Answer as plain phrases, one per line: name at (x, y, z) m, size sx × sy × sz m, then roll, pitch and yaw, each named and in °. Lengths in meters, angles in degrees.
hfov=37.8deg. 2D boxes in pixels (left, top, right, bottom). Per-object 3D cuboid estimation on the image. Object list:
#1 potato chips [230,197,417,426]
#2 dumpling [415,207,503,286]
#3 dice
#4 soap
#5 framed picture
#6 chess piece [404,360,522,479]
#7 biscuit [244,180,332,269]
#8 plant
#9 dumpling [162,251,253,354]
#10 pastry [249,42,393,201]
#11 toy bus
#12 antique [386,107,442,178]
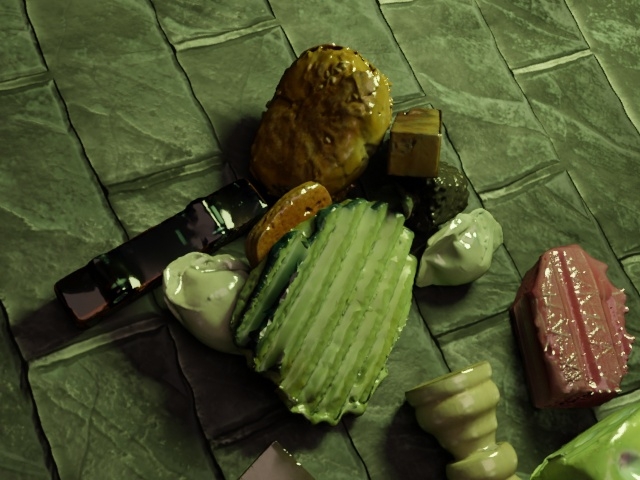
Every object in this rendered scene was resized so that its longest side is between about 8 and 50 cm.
potato chips at (0.031, 0.111, 1.658) m, size 0.358 × 0.070 × 0.429 m, roll 40°, pitch 67°, yaw -34°
dumpling at (0.276, 0.007, 1.834) m, size 0.229 × 0.151 × 0.124 m, roll -26°, pitch 43°, yaw -32°
dice at (0.549, 0.455, 1.679) m, size 0.249 × 0.252 × 0.254 m, roll -23°, pitch 75°, yaw -28°
soap at (0.497, 0.165, 1.855) m, size 0.220 × 0.127 × 0.325 m, roll 1°, pitch 67°, yaw -21°
framed picture at (-0.061, 0.444, 1.587) m, size 0.168 × 0.023 × 0.128 m, roll 44°, pitch 61°, yaw 2°
chess piece at (0.281, 0.382, 1.681) m, size 0.167 × 0.167 × 0.300 m, roll -17°, pitch 82°, yaw -26°
biscuit at (-0.001, 0.000, 1.692) m, size 0.262 × 0.052 × 0.277 m, roll -53°, pitch 133°, yaw -14°
plant at (0.190, -0.086, 1.836) m, size 0.203 × 0.142 × 0.131 m, roll -12°, pitch 37°, yaw -44°
dumpling at (-0.165, 0.107, 1.628) m, size 0.250 × 0.132 × 0.162 m, roll 33°, pitch 52°, yaw -18°
pastry at (0.006, -0.211, 1.769) m, size 0.255 × 0.311 × 0.162 m, roll 37°, pitch 11°, yaw 31°
toy bus at (-0.275, 0.019, 1.651) m, size 0.409 × 0.092 × 0.093 m, roll -32°, pitch 79°, yaw -28°
antique at (0.186, -0.193, 1.800) m, size 0.093 × 0.310 × 0.087 m, roll 5°, pitch 107°, yaw 7°
